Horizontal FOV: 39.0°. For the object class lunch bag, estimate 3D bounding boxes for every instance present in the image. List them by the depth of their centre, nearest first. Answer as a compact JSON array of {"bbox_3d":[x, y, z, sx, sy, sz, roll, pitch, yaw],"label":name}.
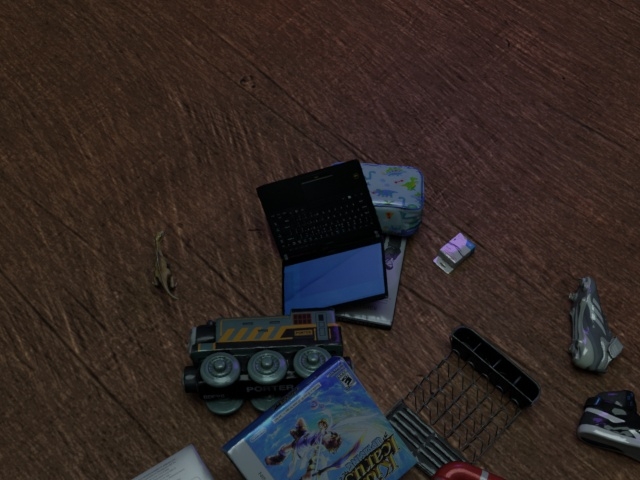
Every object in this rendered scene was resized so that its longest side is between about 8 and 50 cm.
[{"bbox_3d":[0.119,-0.097,1.981,0.219,0.090,0.176,4,40,1],"label":"lunch bag"}]

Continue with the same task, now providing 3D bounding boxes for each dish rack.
[{"bbox_3d":[0.264,0.322,1.745,0.208,0.074,0.271,40,65,22],"label":"dish rack"}]

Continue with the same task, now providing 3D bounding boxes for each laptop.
[{"bbox_3d":[0.000,0.000,1.857,0.234,0.264,0.136,-14,17,16],"label":"laptop"}]

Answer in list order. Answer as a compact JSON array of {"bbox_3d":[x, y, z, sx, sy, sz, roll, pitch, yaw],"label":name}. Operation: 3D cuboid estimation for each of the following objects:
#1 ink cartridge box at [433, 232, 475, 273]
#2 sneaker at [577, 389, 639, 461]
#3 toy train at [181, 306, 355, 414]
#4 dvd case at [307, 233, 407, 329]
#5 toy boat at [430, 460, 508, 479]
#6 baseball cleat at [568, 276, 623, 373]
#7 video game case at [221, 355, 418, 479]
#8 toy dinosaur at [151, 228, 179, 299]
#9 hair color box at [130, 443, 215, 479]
[{"bbox_3d":[0.289,0.028,1.956,0.083,0.028,0.048,-38,66,-22],"label":"ink cartridge box"},{"bbox_3d":[0.611,0.353,1.727,0.217,0.079,0.121,18,61,12],"label":"sneaker"},{"bbox_3d":[-0.103,0.229,1.769,0.334,0.142,0.190,-4,46,-2],"label":"toy train"},{"bbox_3d":[0.082,0.067,1.928,0.179,0.029,0.239,10,59,5],"label":"dvd case"},{"bbox_3d":[0.297,0.482,1.583,0.231,0.151,0.151,22,73,6],"label":"toy boat"},{"bbox_3d":[0.565,0.177,1.856,0.109,0.072,0.206,18,63,-6],"label":"baseball cleat"},{"bbox_3d":[0.002,0.386,1.627,0.269,0.061,0.244,-38,97,-16],"label":"video game case"},{"bbox_3d":[-0.330,0.067,1.882,0.053,0.092,0.183,-12,59,-8],"label":"toy dinosaur"},{"bbox_3d":[-0.205,0.564,1.560,0.185,0.113,0.374,-29,62,-17],"label":"hair color box"}]
